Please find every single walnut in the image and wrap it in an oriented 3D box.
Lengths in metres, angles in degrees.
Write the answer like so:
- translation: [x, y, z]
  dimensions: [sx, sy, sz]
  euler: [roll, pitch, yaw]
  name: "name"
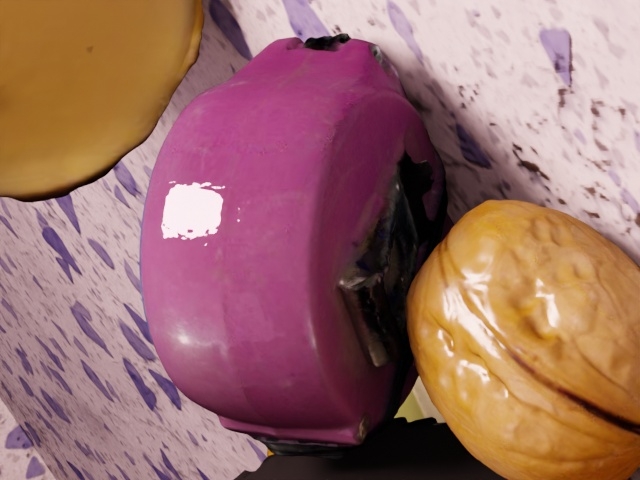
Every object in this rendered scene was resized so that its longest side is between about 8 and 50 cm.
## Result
- translation: [0.129, 0.065, 1.097]
  dimensions: [0.180, 0.144, 0.144]
  euler: [42, 158, 27]
  name: "walnut"

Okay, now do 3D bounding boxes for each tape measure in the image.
- translation: [0.000, 0.000, 1.181]
  dimensions: [0.149, 0.245, 0.232]
  euler: [5, 140, 24]
  name: "tape measure"

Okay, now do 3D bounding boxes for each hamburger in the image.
- translation: [-0.237, -0.193, 1.371]
  dimensions: [0.237, 0.276, 0.276]
  euler: [50, 164, 44]
  name: "hamburger"

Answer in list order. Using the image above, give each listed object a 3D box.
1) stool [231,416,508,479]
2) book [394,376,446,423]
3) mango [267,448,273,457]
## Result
- translation: [0.064, 0.329, 1.209]
  dimensions: [0.297, 0.297, 0.330]
  euler: [23, 145, 56]
  name: "stool"
- translation: [0.037, 0.222, 1.465]
  dimensions: [0.352, 0.035, 0.239]
  euler: [108, 151, -43]
  name: "book"
- translation: [0.023, 0.249, 1.704]
  dimensions: [0.177, 0.120, 0.295]
  euler: [16, 138, 58]
  name: "mango"
